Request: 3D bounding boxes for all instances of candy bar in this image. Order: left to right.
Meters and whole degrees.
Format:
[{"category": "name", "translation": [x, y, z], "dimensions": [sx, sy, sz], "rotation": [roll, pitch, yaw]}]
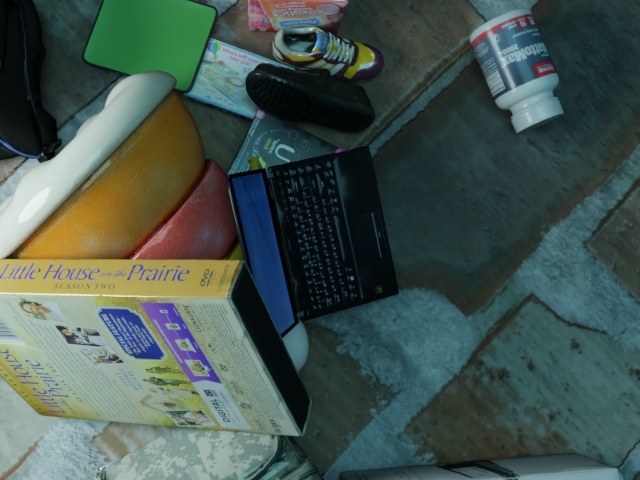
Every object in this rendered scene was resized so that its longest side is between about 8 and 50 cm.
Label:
[{"category": "candy bar", "translation": [-0.091, -0.051, 1.112], "dimensions": [0.018, 0.040, 0.161], "rotation": [-12, 56, 13]}]

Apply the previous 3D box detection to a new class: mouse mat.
[{"category": "mouse mat", "translation": [-0.272, -0.328, 1.259], "dimensions": [0.189, 0.007, 0.153], "rotation": [17, 82, 6]}]

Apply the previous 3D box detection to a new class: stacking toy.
[{"category": "stacking toy", "translation": [-0.189, 0.032, 1.126], "dimensions": [0.480, 0.350, 0.350], "rotation": [45, 81, -16]}]

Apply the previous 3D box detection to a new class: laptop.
[{"category": "laptop", "translation": [0.000, 0.000, 1.101], "dimensions": [0.264, 0.136, 0.234], "rotation": [-14, 96, -21]}]

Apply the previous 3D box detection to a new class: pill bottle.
[{"category": "pill bottle", "translation": [0.325, -0.273, 1.286], "dimensions": [0.108, 0.108, 0.180], "rotation": [-22, 87, -8]}]

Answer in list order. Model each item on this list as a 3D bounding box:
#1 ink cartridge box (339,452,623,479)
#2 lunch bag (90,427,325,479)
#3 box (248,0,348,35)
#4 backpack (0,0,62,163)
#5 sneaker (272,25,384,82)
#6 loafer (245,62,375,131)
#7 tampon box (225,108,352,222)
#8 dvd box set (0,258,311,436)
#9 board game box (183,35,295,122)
[{"category": "ink cartridge box", "translation": [0.239, 0.482, 1.165], "dimensions": [0.394, 0.166, 0.286], "rotation": [-3, 85, -6]}, {"category": "lunch bag", "translation": [-0.148, 0.374, 1.120], "dimensions": [0.305, 0.212, 0.256], "rotation": [-30, 70, -10]}, {"category": "box", "translation": [-0.035, -0.493, 1.249], "dimensions": [0.154, 0.142, 0.300], "rotation": [2, 83, -7]}, {"category": "backpack", "translation": [-0.508, -0.259, 1.127], "dimensions": [0.213, 0.276, 0.263], "rotation": [2, 80, 7]}, {"category": "sneaker", "translation": [0.015, -0.300, 1.264], "dimensions": [0.185, 0.084, 0.070], "rotation": [4, 83, -6]}, {"category": "loafer", "translation": [-0.018, -0.234, 1.251], "dimensions": [0.220, 0.080, 0.078], "rotation": [15, 54, -26]}, {"category": "tampon box", "translation": [-0.052, -0.107, 1.226], "dimensions": [0.161, 0.101, 0.120], "rotation": [25, 82, -4]}, {"category": "dvd box set", "translation": [-0.249, 0.141, 1.015], "dimensions": [0.420, 0.308, 0.062], "rotation": [-1, 48, 19]}, {"category": "board game box", "translation": [-0.130, -0.253, 1.271], "dimensions": [0.154, 0.026, 0.103], "rotation": [20, 82, -4]}]
